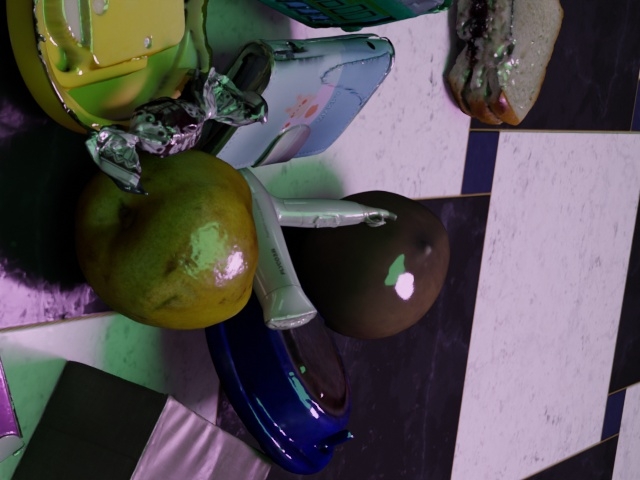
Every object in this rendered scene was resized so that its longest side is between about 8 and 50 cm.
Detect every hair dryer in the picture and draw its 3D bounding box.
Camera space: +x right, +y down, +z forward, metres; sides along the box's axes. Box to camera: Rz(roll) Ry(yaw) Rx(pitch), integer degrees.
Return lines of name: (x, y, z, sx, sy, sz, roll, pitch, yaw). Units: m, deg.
hair dryer: (0.000, 0.000, 1.521, 0.237, 0.206, 0.075, -9, 146, -32)

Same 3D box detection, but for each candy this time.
candy: (-0.140, -0.114, 1.299, 0.226, 0.094, 0.051, -31, 166, -45)

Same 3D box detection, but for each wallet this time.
wallet: (-0.034, -0.164, 1.507, 0.250, 0.075, 0.176, -15, 150, -55)

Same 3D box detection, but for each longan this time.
longan: (0.064, 0.032, 1.677, 0.220, 0.196, 0.196, -47, 138, -60)

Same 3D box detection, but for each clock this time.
clock: (-0.209, -0.242, 1.291, 0.293, 0.071, 0.277, -22, 117, -60)

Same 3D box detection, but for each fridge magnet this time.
fridge magnet: (-0.049, 0.147, 1.541, 0.265, 0.112, 0.265, 54, 19, -28)

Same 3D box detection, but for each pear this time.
pear: (-0.157, -0.001, 1.356, 0.200, 0.200, 0.200, -24, 120, -50)

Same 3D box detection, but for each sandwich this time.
sandwich: (0.259, -0.332, 1.922, 0.254, 0.099, 0.288, -62, 144, -22)

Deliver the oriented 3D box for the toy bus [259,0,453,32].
toy bus: (0.009, -0.335, 1.416, 0.343, 0.199, 0.183, 6, 73, -71)

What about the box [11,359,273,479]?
box: (-0.188, 0.254, 1.421, 0.231, 0.149, 0.155, 42, 66, -52)

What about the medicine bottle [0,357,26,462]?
medicine bottle: (-0.378, 0.169, 1.206, 0.201, 0.052, 0.171, -36, 129, -43)
